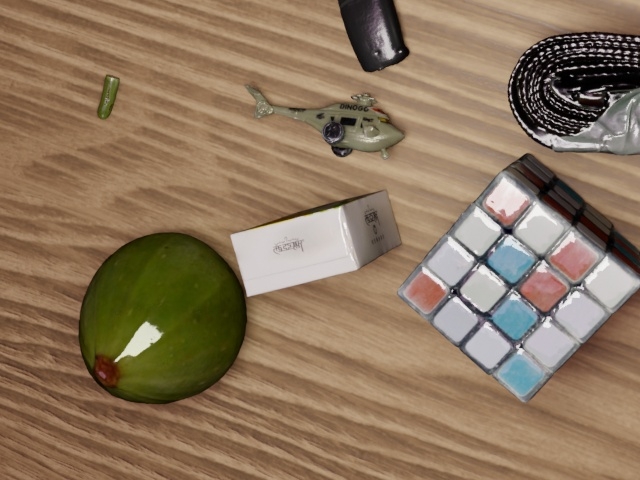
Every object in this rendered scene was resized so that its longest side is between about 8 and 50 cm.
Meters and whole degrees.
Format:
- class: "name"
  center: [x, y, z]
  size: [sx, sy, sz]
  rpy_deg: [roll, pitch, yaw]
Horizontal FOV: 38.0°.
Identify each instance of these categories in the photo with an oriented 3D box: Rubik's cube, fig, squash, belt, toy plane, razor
- class: "Rubik's cube"
  center: [0.312, 0.047, 1.420]
  size: [0.253, 0.256, 0.259]
  rpy_deg: [43, 111, 7]
- class: "fig"
  center: [-0.285, 0.148, 1.614]
  size: [0.316, 0.316, 0.316]
  rpy_deg: [3, 101, 19]
- class: "squash"
  center: [-0.396, -0.265, 1.731]
  size: [0.028, 0.027, 0.083]
  rpy_deg: [22, 108, 14]
- class: "belt"
  center: [0.427, -0.218, 1.383]
  size: [0.289, 0.164, 0.184]
  rpy_deg: [3, 95, 16]
- class: "toy plane"
  center: [0.005, -0.207, 1.576]
  size: [0.287, 0.092, 0.108]
  rpy_deg: [11, 82, 16]
- class: "razor"
  center: [0.086, -0.353, 1.534]
  size: [0.090, 0.054, 0.147]
  rpy_deg: [-17, 93, 25]

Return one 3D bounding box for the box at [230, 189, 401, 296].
- class: "box"
  center: [0.000, 0.000, 1.518]
  size: [0.195, 0.260, 0.111]
  rpy_deg: [-14, 95, 20]
